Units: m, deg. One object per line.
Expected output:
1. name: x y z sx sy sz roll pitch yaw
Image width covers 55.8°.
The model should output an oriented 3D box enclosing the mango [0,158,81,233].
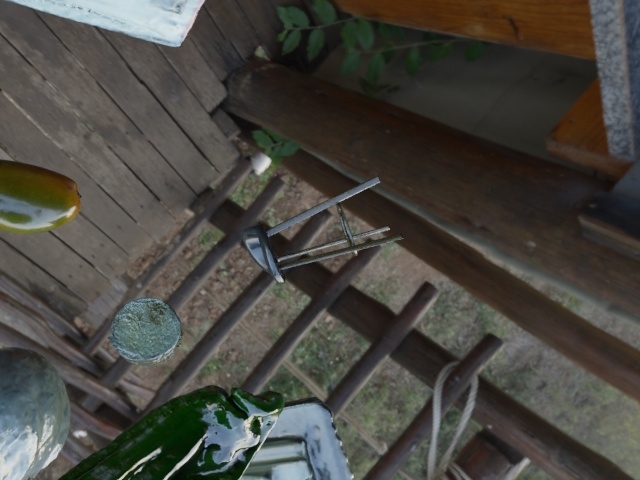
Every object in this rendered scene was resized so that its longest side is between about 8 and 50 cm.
1. mango: -0.628 -0.094 1.197 0.289 0.129 0.146 16 65 -33

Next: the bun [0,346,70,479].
1. bun: -0.560 0.331 0.959 0.362 0.211 0.362 -41 179 -1

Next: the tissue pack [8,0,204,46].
1. tissue pack: -0.257 -0.332 0.562 0.228 0.315 0.103 4 138 -44

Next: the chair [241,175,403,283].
1. chair: 0.000 -0.001 0.862 0.222 0.095 0.104 -17 128 2

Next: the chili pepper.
1. chili pepper: -0.115 0.154 0.340 0.257 0.074 0.100 -28 128 -56

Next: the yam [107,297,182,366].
1. yam: -0.392 0.218 1.384 0.154 0.154 0.254 -37 172 -20

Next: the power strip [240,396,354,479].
1. power strip: -0.065 0.309 0.750 0.064 0.213 0.198 -44 116 -69
